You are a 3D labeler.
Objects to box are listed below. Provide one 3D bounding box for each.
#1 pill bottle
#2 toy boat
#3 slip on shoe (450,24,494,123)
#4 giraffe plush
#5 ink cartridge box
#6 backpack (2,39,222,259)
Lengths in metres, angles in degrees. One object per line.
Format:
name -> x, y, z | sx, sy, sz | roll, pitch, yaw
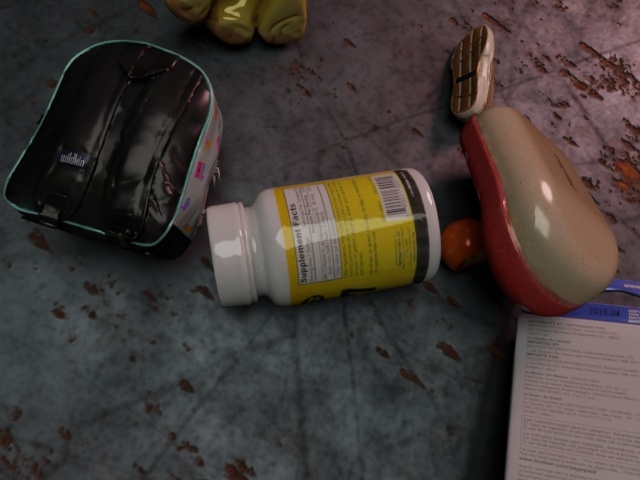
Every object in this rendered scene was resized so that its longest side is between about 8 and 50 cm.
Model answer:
pill bottle -> 0.000, 0.000, 0.565 | 0.209, 0.119, 0.119 | -9, 73, -8
toy boat -> 0.185, -0.018, 0.584 | 0.151, 0.151, 0.231 | 33, 34, -25
slip on shoe -> 0.187, -0.195, 0.688 | 0.041, 0.052, 0.135 | 32, 57, -37
giraffe plush -> -0.078, -0.350, 0.642 | 0.182, 0.210, 0.170 | 13, 52, -37
ink cartridge box -> 0.262, 0.177, 0.510 | 0.186, 0.065, 0.310 | 4, 58, 20
backpack -> -0.179, -0.088, 0.560 | 0.166, 0.144, 0.188 | 15, 86, 6
